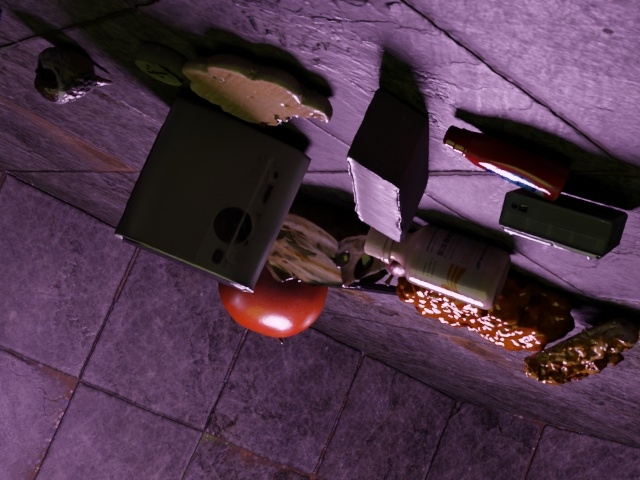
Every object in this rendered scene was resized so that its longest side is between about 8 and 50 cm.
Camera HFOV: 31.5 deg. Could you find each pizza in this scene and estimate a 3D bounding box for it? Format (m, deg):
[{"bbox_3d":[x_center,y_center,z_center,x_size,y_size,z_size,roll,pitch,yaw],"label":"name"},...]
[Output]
[{"bbox_3d":[0.486,0.227,2.175,0.226,0.086,0.335,-18,168,-20],"label":"pizza"}]

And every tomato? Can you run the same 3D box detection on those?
[{"bbox_3d":[-0.106,0.099,2.633,0.256,0.255,0.224,25,153,-9],"label":"tomato"}]

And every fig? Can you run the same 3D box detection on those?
[{"bbox_3d":[0.152,0.038,2.152,0.089,0.089,0.125,24,145,-5],"label":"fig"}]

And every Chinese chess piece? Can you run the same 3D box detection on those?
[{"bbox_3d":[-0.236,-0.263,1.699,0.084,0.034,0.084,23,170,4],"label":"Chinese chess piece"}]

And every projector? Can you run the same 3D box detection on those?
[{"bbox_3d":[0.326,-0.025,1.525,0.147,0.061,0.115,19,-164,21],"label":"projector"},{"bbox_3d":[-0.185,-0.071,1.910,0.249,0.249,0.248,25,174,-9],"label":"projector"}]

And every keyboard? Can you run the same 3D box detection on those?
[{"bbox_3d":[0.164,0.112,2.507,0.310,0.018,0.101,8,173,-13],"label":"keyboard"}]

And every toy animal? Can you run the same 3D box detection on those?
[{"bbox_3d":[-0.415,-0.264,1.894,0.137,0.098,0.098,32,166,-40],"label":"toy animal"}]

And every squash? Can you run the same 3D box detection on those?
[{"bbox_3d":[0.086,0.049,2.459,0.066,0.066,0.252,18,168,25],"label":"squash"}]

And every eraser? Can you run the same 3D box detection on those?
[{"bbox_3d":[0.099,-0.097,1.612,0.077,0.111,0.352,20,169,10],"label":"eraser"}]

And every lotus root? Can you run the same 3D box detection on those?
[{"bbox_3d":[0.005,-0.001,2.250,0.314,0.142,0.210,16,133,48],"label":"lotus root"}]

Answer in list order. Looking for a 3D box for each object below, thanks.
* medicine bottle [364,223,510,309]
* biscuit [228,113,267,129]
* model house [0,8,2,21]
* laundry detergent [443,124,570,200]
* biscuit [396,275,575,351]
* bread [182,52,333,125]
[{"bbox_3d":[0.204,0.032,2.016,0.252,0.114,0.114,20,169,17],"label":"medicine bottle"},{"bbox_3d":[-0.120,-0.202,1.804,0.078,0.015,0.091,27,171,-8],"label":"biscuit"},{"bbox_3d":[-0.604,-0.343,1.797,0.172,0.166,0.183,-5,138,37],"label":"model house"},{"bbox_3d":[0.238,-0.105,1.473,0.165,0.049,0.097,25,176,4],"label":"laundry detergent"},{"bbox_3d":[0.318,0.122,2.234,0.312,0.110,0.318,22,170,-9],"label":"biscuit"},{"bbox_3d":[-0.099,-0.218,1.624,0.182,0.039,0.251,30,167,-31],"label":"bread"}]
